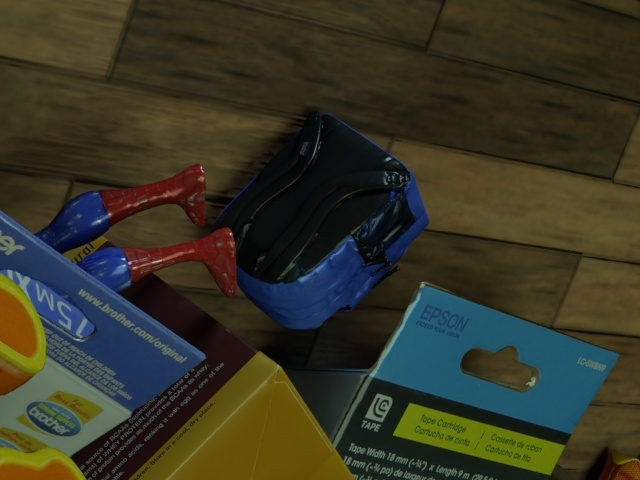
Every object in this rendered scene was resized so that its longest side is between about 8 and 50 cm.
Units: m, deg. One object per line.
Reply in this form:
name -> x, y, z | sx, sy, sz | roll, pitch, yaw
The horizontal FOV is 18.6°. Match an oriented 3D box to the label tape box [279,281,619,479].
label tape box -> 0.036, 0.181, 1.380 | 0.240, 0.106, 0.334 | 20, 99, -46

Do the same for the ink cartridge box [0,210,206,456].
ink cartridge box -> -0.232, 0.078, 0.976 | 0.311, 0.065, 0.186 | -32, 131, 22

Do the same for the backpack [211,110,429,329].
backpack -> 0.000, 0.000, 1.247 | 0.120, 0.098, 0.101 | -42, 139, -17

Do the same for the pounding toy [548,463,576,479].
pounding toy -> 0.194, 0.303, 1.585 | 0.154, 0.154, 0.270 | -14, 104, -37

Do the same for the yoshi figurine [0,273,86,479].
yoshi figurine -> -0.296, 0.138, 0.865 | 0.362, 0.203, 0.203 | -26, 117, 18

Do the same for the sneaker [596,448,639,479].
sneaker -> 0.297, 0.227, 1.685 | 0.175, 0.064, 0.067 | 33, 80, -51

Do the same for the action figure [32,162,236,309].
action figure -> -0.191, 0.055, 1.088 | 0.280, 0.091, 0.139 | -13, 137, -15

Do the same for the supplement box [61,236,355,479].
supplement box -> -0.122, 0.131, 1.138 | 0.191, 0.194, 0.129 | -45, 136, -14
